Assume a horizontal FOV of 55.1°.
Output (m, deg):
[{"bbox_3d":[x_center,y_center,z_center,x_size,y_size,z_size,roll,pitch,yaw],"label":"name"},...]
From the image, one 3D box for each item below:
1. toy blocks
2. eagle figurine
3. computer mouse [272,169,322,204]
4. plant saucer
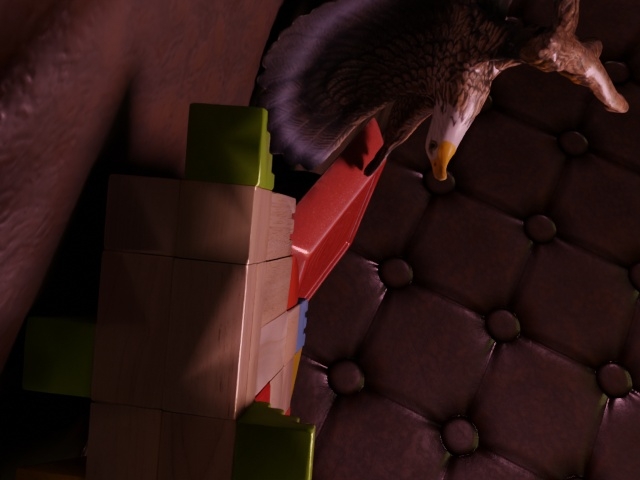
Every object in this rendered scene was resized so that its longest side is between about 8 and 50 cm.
[{"bbox_3d":[-0.081,0.102,0.508,0.261,0.190,0.382,-11,106,-82],"label":"toy blocks"},{"bbox_3d":[0.107,-0.159,0.602,0.225,0.298,0.226,-52,126,-33],"label":"eagle figurine"},{"bbox_3d":[-0.074,-0.020,0.750,0.272,0.072,0.189,-44,162,-56],"label":"computer mouse"},{"bbox_3d":[0.000,0.000,0.831,0.259,0.047,0.258,-53,169,-35],"label":"plant saucer"}]
